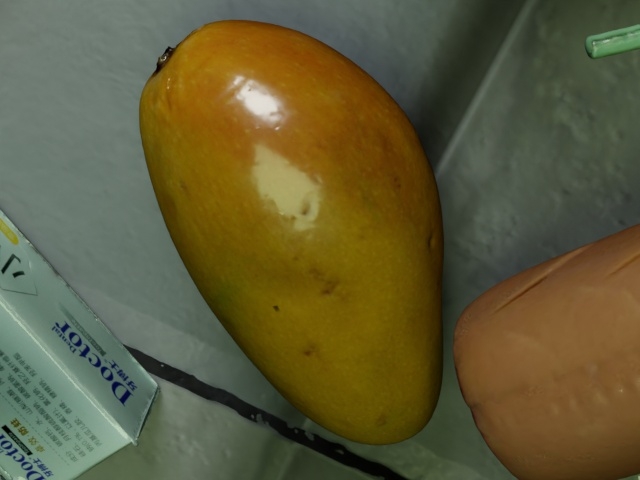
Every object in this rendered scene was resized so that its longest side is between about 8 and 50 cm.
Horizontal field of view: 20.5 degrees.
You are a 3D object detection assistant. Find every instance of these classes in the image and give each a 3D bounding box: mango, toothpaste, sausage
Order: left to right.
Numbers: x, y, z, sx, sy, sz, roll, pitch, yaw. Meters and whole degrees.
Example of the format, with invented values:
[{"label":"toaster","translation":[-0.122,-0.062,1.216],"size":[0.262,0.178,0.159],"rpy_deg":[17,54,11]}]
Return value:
[{"label":"toothpaste","translation":[-0.223,0.007,0.977],"size":[0.089,0.071,0.313],"rpy_deg":[-34,106,21]},{"label":"mango","translation":[0.000,0.000,0.908],"size":[0.138,0.113,0.253],"rpy_deg":[-18,114,18]},{"label":"sausage","translation":[0.209,0.035,0.858],"size":[0.304,0.121,0.121],"rpy_deg":[-24,111,34]}]

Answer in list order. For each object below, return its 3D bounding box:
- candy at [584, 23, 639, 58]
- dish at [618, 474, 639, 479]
[{"label":"candy","translation":[0.270,-0.114,0.791],"size":[0.305,0.083,0.091],"rpy_deg":[-14,72,2]},{"label":"dish","translation":[0.166,0.236,1.017],"size":[0.246,0.078,0.224],"rpy_deg":[5,118,8]}]
